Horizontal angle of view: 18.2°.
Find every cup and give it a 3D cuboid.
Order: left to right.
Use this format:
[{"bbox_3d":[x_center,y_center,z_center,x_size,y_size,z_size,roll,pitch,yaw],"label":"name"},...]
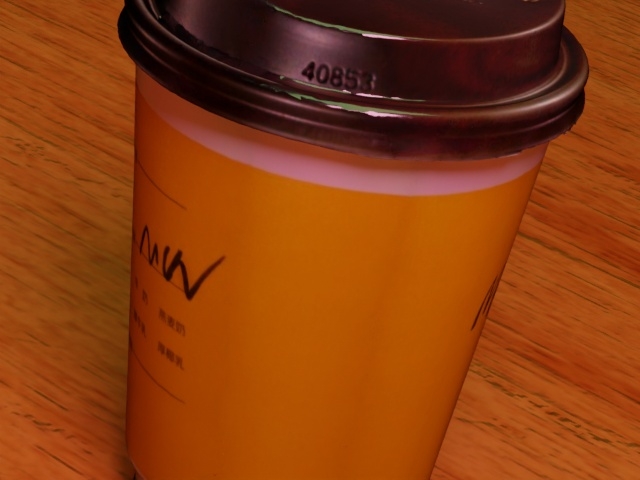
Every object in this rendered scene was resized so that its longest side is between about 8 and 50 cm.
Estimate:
[{"bbox_3d":[0.000,0.000,0.858,0.196,0.279,0.196,8,26,-4],"label":"cup"}]
